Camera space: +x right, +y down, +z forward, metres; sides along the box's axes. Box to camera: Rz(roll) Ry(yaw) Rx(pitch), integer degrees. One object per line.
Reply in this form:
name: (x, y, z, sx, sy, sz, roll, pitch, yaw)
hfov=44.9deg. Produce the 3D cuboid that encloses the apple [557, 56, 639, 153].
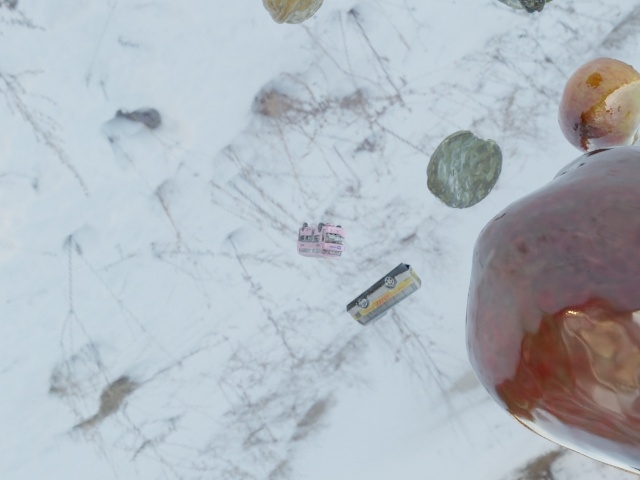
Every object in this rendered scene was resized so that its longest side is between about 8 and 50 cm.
apple: (0.755, -0.344, 2.136, 0.163, 0.251, 0.293, -39, 152, -25)

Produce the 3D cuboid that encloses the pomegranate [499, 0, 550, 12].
pomegranate: (0.510, -0.677, 1.888, 0.254, 0.270, 0.254, 1, 151, 0)

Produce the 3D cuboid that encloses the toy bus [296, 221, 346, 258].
toy bus: (0.000, 0.000, 1.941, 0.063, 0.090, 0.203, 8, 177, -22)

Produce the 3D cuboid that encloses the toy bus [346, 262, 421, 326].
toy bus: (0.140, 0.121, 1.707, 0.172, 0.072, 0.057, -39, -178, 18)

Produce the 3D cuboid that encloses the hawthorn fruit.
hawthorn fruit: (0.301, 0.066, 0.702, 0.325, 0.308, 0.308, 5, 177, 37)

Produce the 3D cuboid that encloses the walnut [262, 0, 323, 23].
walnut: (-0.047, -0.409, 1.275, 0.105, 0.105, 0.124, -8, 167, -38)

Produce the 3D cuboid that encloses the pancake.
pancake: (0.374, -0.185, 2.024, 0.236, 0.042, 0.222, -8, 120, -28)
